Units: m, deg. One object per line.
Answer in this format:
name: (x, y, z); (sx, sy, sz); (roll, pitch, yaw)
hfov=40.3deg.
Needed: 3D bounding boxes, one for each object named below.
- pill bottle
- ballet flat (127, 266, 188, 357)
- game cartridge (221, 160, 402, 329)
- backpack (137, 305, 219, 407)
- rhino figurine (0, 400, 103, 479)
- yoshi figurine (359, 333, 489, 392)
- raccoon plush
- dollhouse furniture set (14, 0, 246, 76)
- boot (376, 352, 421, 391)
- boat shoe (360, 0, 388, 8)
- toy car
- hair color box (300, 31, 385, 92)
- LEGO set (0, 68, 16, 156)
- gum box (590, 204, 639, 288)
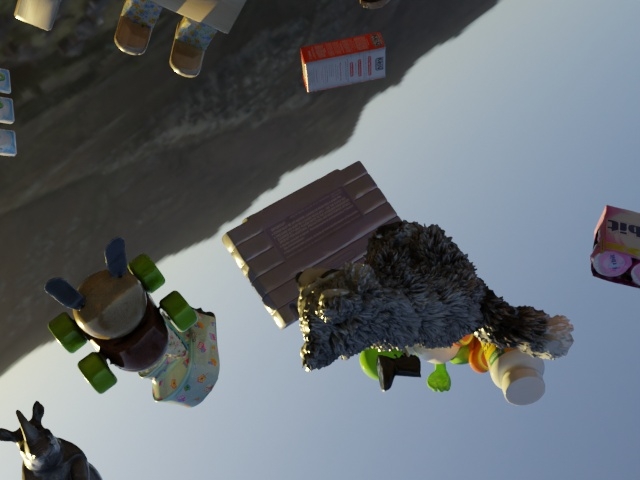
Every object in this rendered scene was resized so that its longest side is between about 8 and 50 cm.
pill bottle: (0.419, 0.254, 1.898); (0.117, 0.117, 0.208); (-34, -148, 19)
ballet flat: (-0.322, 0.146, 1.568); (0.091, 0.241, 0.077); (15, -126, 43)
game cartridge: (0.000, 0.000, 1.777); (0.355, 0.230, 0.068); (-30, 167, -28)
backpack: (-0.286, 0.239, 1.769); (0.166, 0.144, 0.188); (-43, -131, 28)
rhino figurine: (-0.276, 0.254, 0.925); (0.073, 0.243, 0.106); (-33, -134, -19)
yoshi figurine: (0.237, 0.277, 2.152); (0.203, 0.204, 0.362); (2, 171, -43)
raccoon plush: (0.176, 0.122, 1.423); (0.446, 0.216, 0.299); (10, -153, 21)
dollhouse furniture set: (-0.209, -0.303, 1.024); (0.212, 0.242, 0.161); (-49, -151, 47)
boot: (0.183, 0.304, 2.008); (0.121, 0.099, 0.045); (-96, -167, -61)
boat shoe: (0.111, -0.468, 1.435); (0.073, 0.073, 0.207); (5, -132, 19)
toy car: (-0.262, 0.069, 1.059); (0.155, 0.149, 0.188); (-38, 151, -14)
hair color box: (0.040, -0.308, 1.507); (0.141, 0.043, 0.072); (-11, 144, -4)
LEGO set: (-0.653, -0.254, 1.533); (0.244, 0.183, 0.060); (6, 157, -41)
gum box: (0.511, 0.020, 1.341); (0.107, 0.188, 0.062); (-69, 171, -45)
